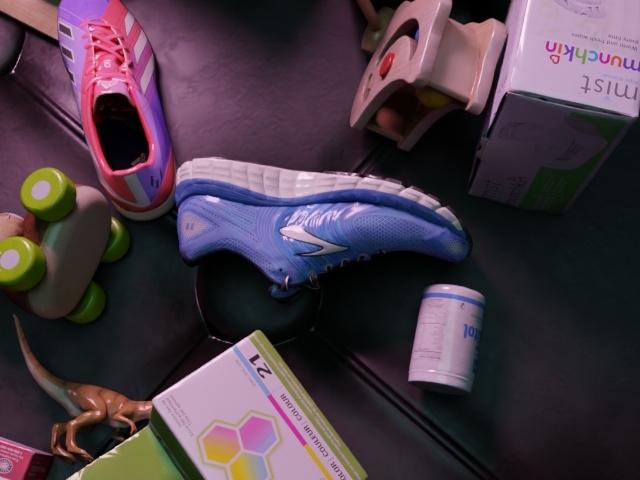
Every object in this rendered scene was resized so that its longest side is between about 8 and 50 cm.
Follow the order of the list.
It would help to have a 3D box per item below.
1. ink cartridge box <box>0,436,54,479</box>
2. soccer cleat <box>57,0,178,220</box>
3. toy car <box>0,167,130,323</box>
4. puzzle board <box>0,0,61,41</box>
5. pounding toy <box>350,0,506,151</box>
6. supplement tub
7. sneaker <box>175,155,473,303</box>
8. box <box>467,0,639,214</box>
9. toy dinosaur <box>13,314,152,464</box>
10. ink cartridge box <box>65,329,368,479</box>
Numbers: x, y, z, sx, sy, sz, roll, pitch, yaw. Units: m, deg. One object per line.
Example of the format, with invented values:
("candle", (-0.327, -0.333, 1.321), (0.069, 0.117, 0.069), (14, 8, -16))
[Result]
("ink cartridge box", (-0.360, 0.275, 0.856), (0.109, 0.063, 0.150), (16, 73, 6))
("soccer cleat", (-0.241, -0.182, 0.969), (0.108, 0.116, 0.318), (-17, 73, -6))
("toy car", (-0.335, -0.004, 0.909), (0.188, 0.155, 0.149), (13, 73, 19))
("puzzle board", (-0.351, -0.313, 1.070), (0.128, 0.011, 0.096), (28, 74, 9))
("pounding toy", (0.073, -0.193, 0.917), (0.155, 0.269, 0.154), (21, 96, -15))
("supplement tub", (0.136, 0.106, 0.894), (0.071, 0.071, 0.107), (10, 74, 5))
("sneaker", (0.000, 0.000, 0.919), (0.330, 0.130, 0.147), (6, 87, 7))
("box", (0.248, -0.183, 0.883), (0.127, 0.262, 0.231), (13, 72, 5))
("toy dinosaur", (-0.255, 0.177, 0.896), (0.211, 0.064, 0.112), (22, 58, -2))
("ink cartridge box", (-0.114, 0.240, 0.807), (0.255, 0.097, 0.189), (-32, 75, -26))
